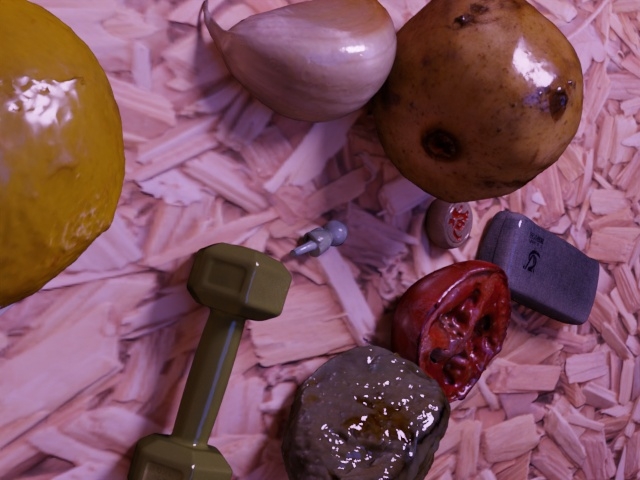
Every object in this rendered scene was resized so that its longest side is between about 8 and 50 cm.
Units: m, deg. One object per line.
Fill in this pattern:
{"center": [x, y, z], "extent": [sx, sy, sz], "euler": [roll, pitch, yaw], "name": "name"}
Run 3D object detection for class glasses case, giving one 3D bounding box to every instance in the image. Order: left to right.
{"center": [0.380, 0.054, 1.557], "extent": [0.323, 0.074, 0.131], "euler": [23, 79, -46], "name": "glasses case"}

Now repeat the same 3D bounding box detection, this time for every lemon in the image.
{"center": [-0.287, -0.067, 0.705], "extent": [0.284, 0.260, 0.260], "euler": [-6, 102, -45], "name": "lemon"}

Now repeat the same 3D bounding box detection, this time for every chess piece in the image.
{"center": [0.195, -0.028, 1.372], "extent": [0.083, 0.038, 0.084], "euler": [-9, 102, -45], "name": "chess piece"}

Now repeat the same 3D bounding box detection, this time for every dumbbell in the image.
{"center": [-0.125, 0.153, 1.018], "extent": [0.108, 0.121, 0.302], "euler": [42, 65, -74], "name": "dumbbell"}

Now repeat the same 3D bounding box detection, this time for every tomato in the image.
{"center": [0.180, 0.129, 1.348], "extent": [0.228, 0.101, 0.228], "euler": [-19, 119, -39], "name": "tomato"}

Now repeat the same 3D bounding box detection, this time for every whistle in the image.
{"center": [0.000, 0.000, 1.174], "extent": [0.100, 0.035, 0.035], "euler": [-26, 116, -39], "name": "whistle"}

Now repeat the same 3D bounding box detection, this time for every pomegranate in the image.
{"center": [0.201, -0.186, 1.186], "extent": [0.281, 0.281, 0.281], "euler": [-12, 106, -45], "name": "pomegranate"}

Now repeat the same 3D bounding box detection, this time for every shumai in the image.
{"center": [0.055, 0.288, 1.217], "extent": [0.256, 0.189, 0.218], "euler": [-39, 146, -36], "name": "shumai"}

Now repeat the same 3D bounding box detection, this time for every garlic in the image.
{"center": [-0.011, -0.223, 1.069], "extent": [0.245, 0.145, 0.164], "euler": [-18, 79, -42], "name": "garlic"}

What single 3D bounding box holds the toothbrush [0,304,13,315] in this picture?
{"center": [-0.349, 0.105, 0.836], "extent": [0.022, 0.026, 0.263], "euler": [49, 59, -4], "name": "toothbrush"}
